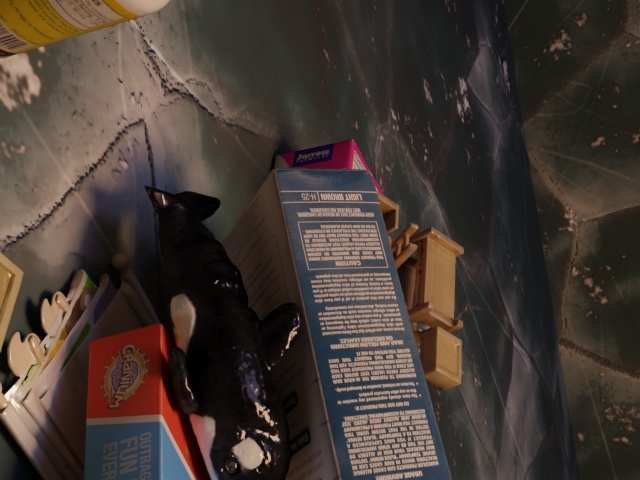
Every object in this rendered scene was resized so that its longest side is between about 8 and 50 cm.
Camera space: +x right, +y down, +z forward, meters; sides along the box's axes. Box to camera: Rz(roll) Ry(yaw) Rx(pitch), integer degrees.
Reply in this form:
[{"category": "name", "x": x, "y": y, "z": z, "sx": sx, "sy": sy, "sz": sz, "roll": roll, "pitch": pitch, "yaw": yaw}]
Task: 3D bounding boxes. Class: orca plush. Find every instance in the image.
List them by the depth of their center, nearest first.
[{"category": "orca plush", "x": -0.061, "y": 0.073, "z": 0.848, "sx": 0.151, "sy": 0.102, "sz": 0.287, "roll": 63, "pitch": 10, "yaw": -53}]

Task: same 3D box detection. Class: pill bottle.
[{"category": "pill bottle", "x": -0.181, "y": -0.217, "z": 0.769, "sx": 0.119, "sy": 0.208, "sz": 0.119, "roll": -10, "pitch": 90, "yaw": -68}]

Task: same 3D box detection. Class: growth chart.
[{"category": "growth chart", "x": -0.188, "y": 0.111, "z": 0.854, "sx": 0.237, "sy": 0.021, "sz": 0.172, "roll": -59, "pitch": 133, "yaw": -58}]

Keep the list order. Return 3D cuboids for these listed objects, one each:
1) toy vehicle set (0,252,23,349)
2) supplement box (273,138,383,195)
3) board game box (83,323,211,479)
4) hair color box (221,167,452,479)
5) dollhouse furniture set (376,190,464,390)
[{"category": "toy vehicle set", "x": -0.279, "y": 0.090, "z": 0.626, "sx": 0.166, "sy": 0.035, "sz": 0.267, "roll": 54, "pitch": 34, "yaw": -46}, {"category": "supplement box", "x": 0.000, "y": 0.000, "z": 1.231, "sx": 0.114, "sy": 0.111, "sz": 0.220, "roll": 58, "pitch": 30, "yaw": -43}, {"category": "board game box", "x": -0.096, "y": 0.257, "z": 0.838, "sx": 0.316, "sy": 0.064, "sz": 0.242, "roll": 65, "pitch": 12, "yaw": -47}, {"category": "hair color box", "x": 0.006, "y": 0.127, "z": 0.902, "sx": 0.105, "sy": 0.174, "sz": 0.347, "roll": 0, "pitch": 64, "yaw": -25}, {"category": "dollhouse furniture set", "x": 0.070, "y": 0.066, "z": 1.149, "sx": 0.161, "sy": 0.101, "sz": 0.182, "roll": 31, "pitch": 48, "yaw": -30}]
